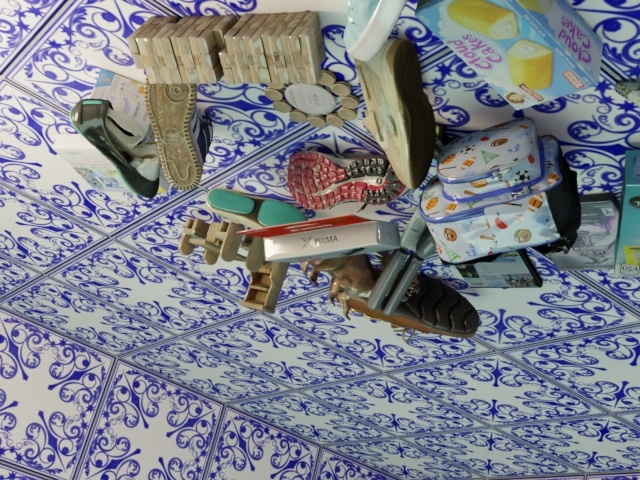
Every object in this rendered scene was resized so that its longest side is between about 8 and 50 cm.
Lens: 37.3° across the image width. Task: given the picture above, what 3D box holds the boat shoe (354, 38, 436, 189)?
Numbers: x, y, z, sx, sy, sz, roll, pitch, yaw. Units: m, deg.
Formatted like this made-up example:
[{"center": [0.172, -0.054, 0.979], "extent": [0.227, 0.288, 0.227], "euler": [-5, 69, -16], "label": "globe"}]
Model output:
[{"center": [0.127, -0.219, 1.649], "extent": [0.098, 0.109, 0.302], "euler": [13, 141, 31], "label": "boat shoe"}]

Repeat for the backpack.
[{"center": [0.304, -0.077, 1.659], "extent": [0.263, 0.276, 0.213], "euler": [-25, 106, 23], "label": "backpack"}]

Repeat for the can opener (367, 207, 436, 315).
[{"center": [0.187, 0.049, 2.071], "extent": [0.074, 0.093, 0.280], "euler": [24, 117, -10], "label": "can opener"}]

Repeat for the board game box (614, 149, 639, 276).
[{"center": [0.681, -0.037, 1.744], "extent": [0.254, 0.079, 0.336], "euler": [2, 151, 15], "label": "board game box"}]

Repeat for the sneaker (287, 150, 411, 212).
[{"center": [0.059, -0.120, 1.911], "extent": [0.299, 0.121, 0.112], "euler": [8, -166, 35], "label": "sneaker"}]

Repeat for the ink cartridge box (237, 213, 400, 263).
[{"center": [0.000, 0.000, 2.008], "extent": [0.275, 0.060, 0.239], "euler": [-9, 173, 26], "label": "ink cartridge box"}]

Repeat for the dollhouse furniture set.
[{"center": [-0.208, 0.061, 2.291], "extent": [0.242, 0.161, 0.212], "euler": [24, 169, -36], "label": "dollhouse furniture set"}]

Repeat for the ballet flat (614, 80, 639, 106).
[{"center": [0.527, -0.230, 1.515], "extent": [0.114, 0.041, 0.041], "euler": [8, 153, 15], "label": "ballet flat"}]

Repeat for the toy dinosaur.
[{"center": [0.077, 0.055, 2.219], "extent": [0.296, 0.200, 0.127], "euler": [46, 179, 1], "label": "toy dinosaur"}]

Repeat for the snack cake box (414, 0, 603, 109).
[{"center": [0.284, -0.316, 1.416], "extent": [0.264, 0.089, 0.152], "euler": [34, 148, -33], "label": "snack cake box"}]

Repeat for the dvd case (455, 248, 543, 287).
[{"center": [0.386, 0.043, 2.159], "extent": [0.180, 0.022, 0.253], "euler": [-2, 149, 29], "label": "dvd case"}]

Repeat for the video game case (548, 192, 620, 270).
[{"center": [0.545, -0.012, 1.962], "extent": [0.196, 0.026, 0.274], "euler": [-3, 148, 33], "label": "video game case"}]

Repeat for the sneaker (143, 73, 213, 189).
[{"center": [-0.270, -0.255, 1.834], "extent": [0.099, 0.153, 0.282], "euler": [-1, 120, 4], "label": "sneaker"}]

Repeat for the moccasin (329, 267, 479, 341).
[{"center": [0.207, 0.165, 2.362], "extent": [0.380, 0.139, 0.147], "euler": [10, 155, 11], "label": "moccasin"}]

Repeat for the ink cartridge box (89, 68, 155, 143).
[{"center": [-0.383, -0.259, 1.881], "extent": [0.143, 0.092, 0.090], "euler": [18, 153, -10], "label": "ink cartridge box"}]

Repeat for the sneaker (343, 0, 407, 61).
[{"center": [0.072, -0.405, 1.326], "extent": [0.150, 0.135, 0.366], "euler": [24, 145, -2], "label": "sneaker"}]

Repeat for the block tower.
[{"center": [-0.151, -0.324, 1.601], "extent": [0.335, 0.097, 0.091], "euler": [5, 130, 23], "label": "block tower"}]

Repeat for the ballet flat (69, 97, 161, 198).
[{"center": [-0.370, -0.174, 1.839], "extent": [0.096, 0.095, 0.280], "euler": [-14, 145, 21], "label": "ballet flat"}]

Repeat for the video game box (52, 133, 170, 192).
[{"center": [-0.468, -0.174, 2.148], "extent": [0.205, 0.048, 0.187], "euler": [3, 150, 24], "label": "video game box"}]

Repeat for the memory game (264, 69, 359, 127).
[{"center": [-0.016, -0.266, 1.763], "extent": [0.186, 0.012, 0.186], "euler": [12, 155, 6], "label": "memory game"}]

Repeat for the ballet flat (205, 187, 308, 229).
[{"center": [-0.143, -0.058, 2.171], "extent": [0.248, 0.086, 0.086], "euler": [20, 155, 10], "label": "ballet flat"}]

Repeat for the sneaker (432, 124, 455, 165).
[{"center": [0.194, -0.193, 1.757], "extent": [0.188, 0.067, 0.078], "euler": [22, 132, -11], "label": "sneaker"}]
